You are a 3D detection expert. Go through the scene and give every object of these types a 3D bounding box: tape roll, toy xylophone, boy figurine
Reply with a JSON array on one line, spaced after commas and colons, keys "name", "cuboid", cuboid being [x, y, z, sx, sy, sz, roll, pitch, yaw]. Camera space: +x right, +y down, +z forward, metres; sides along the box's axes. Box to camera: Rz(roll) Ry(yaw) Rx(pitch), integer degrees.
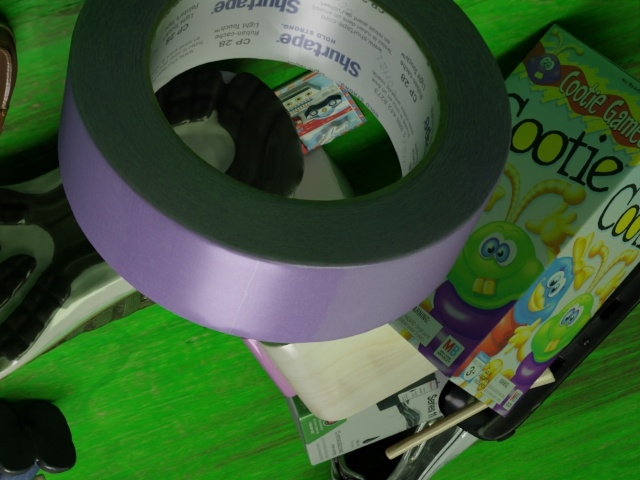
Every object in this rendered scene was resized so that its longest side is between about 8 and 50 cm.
[{"name": "tape roll", "cuboid": [-0.023, -0.075, 0.891, 0.275, 0.274, 0.090, -9, 149, -23]}, {"name": "toy xylophone", "cuboid": [0.093, 0.082, 1.368, 0.323, 0.081, 0.236, -22, 126, 2]}, {"name": "boy figurine", "cuboid": [-0.370, 0.266, 1.427, 0.177, 0.092, 0.285, 8, 136, -47]}]

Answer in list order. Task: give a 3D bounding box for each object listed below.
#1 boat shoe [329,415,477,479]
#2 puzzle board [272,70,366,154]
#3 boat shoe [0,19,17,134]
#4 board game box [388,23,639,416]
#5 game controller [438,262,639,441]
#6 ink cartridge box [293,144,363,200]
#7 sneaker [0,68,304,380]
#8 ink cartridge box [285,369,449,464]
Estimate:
[{"name": "boat shoe", "cuboid": [0.067, 0.272, 1.741, 0.119, 0.121, 0.335, 13, 125, -36]}, {"name": "puzzle board", "cuboid": [-0.033, -0.088, 1.139, 0.128, 0.011, 0.096, -28, 151, 8]}, {"name": "boat shoe", "cuboid": [-0.241, -0.077, 0.959, 0.064, 0.060, 0.178, -2, 146, -32]}, {"name": "board game box", "cuboid": [0.174, -0.013, 1.179, 0.275, 0.142, 0.144, -50, 148, 2]}, {"name": "game controller", "cuboid": [0.255, 0.082, 1.495, 0.319, 0.067, 0.166, -46, 141, 1]}, {"name": "ink cartridge box", "cuboid": [0.000, 0.000, 1.229, 0.092, 0.090, 0.143, -27, 151, 9]}, {"name": "sneaker", "cuboid": [-0.183, 0.021, 1.098, 0.410, 0.158, 0.182, -23, 164, 9]}, {"name": "ink cartridge box", "cuboid": [0.066, 0.147, 1.530, 0.208, 0.086, 0.153, -21, 152, -5]}]
